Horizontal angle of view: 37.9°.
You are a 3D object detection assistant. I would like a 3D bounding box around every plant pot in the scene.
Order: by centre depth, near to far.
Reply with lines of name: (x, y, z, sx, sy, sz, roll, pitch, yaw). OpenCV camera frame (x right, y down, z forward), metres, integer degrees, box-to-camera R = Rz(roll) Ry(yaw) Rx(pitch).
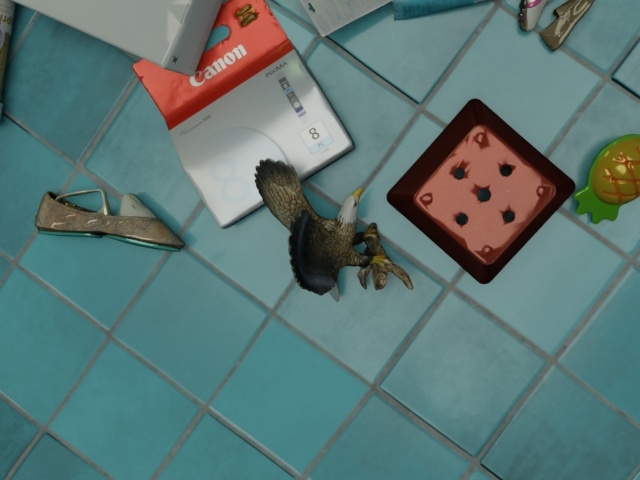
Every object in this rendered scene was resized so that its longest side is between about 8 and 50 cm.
plant pot: (0.295, -0.085, 1.697, 0.267, 0.236, 0.267, 42, 99, 2)

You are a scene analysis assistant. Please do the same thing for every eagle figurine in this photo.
eagle figurine: (0.003, -0.011, 1.724, 0.298, 0.226, 0.225, 14, 81, -35)

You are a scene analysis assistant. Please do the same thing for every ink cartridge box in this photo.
ink cartridge box: (-0.159, -0.263, 1.818, 0.308, 0.091, 0.385, -32, 91, 9)

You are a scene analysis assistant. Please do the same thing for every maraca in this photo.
maraca: (0.550, -0.113, 1.731, 0.127, 0.099, 0.185, 28, 110, -18)

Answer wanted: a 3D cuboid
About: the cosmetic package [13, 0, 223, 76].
cosmetic package: (-0.393, -0.486, 1.781, 0.385, 0.156, 0.217, 26, 98, 10)

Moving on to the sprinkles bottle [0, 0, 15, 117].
sprinkles bottle: (-0.680, -0.412, 1.859, 0.121, 0.121, 0.355, 10, 95, 7)

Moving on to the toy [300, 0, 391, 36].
toy: (0.080, -0.484, 1.779, 0.237, 0.056, 0.137, -29, 69, 1)

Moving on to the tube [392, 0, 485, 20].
tube: (0.238, -0.459, 1.761, 0.207, 0.080, 0.052, -14, 70, 4)

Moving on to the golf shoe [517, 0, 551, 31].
golf shoe: (0.424, -0.476, 1.734, 0.086, 0.067, 0.186, 18, 96, 4)

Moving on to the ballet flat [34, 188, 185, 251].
ballet flat: (-0.421, -0.047, 1.864, 0.316, 0.107, 0.106, 8, 88, 6)

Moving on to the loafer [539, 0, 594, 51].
loafer: (0.463, -0.426, 1.738, 0.050, 0.056, 0.148, 33, 98, -2)
